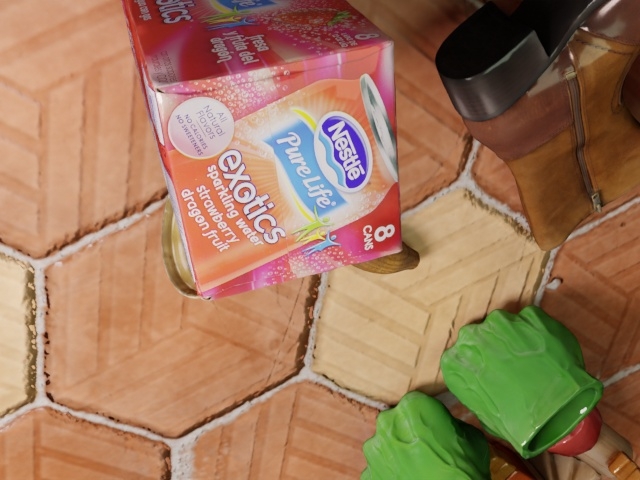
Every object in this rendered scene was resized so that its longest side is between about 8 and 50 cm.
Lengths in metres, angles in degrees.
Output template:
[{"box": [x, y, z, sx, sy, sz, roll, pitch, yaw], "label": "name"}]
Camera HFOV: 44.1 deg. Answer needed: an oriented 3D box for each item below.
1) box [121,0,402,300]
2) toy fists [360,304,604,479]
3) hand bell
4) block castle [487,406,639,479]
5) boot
[{"box": [-0.048, -0.093, 0.499, 0.123, 0.257, 0.128, -13, 123, -11], "label": "box"}, {"box": [0.157, 0.190, 0.823, 0.279, 0.142, 0.096, -50, 140, 12], "label": "toy fists"}, {"box": [0.000, 0.000, 0.684, 0.242, 0.126, 0.126, 11, 115, -39], "label": "hand bell"}, {"box": [0.204, 0.394, 0.863, 0.213, 0.303, 0.453, 36, 101, -33], "label": "block castle"}, {"box": [0.260, -0.128, 0.671, 0.264, 0.096, 0.280, -41, 136, 6], "label": "boot"}]
